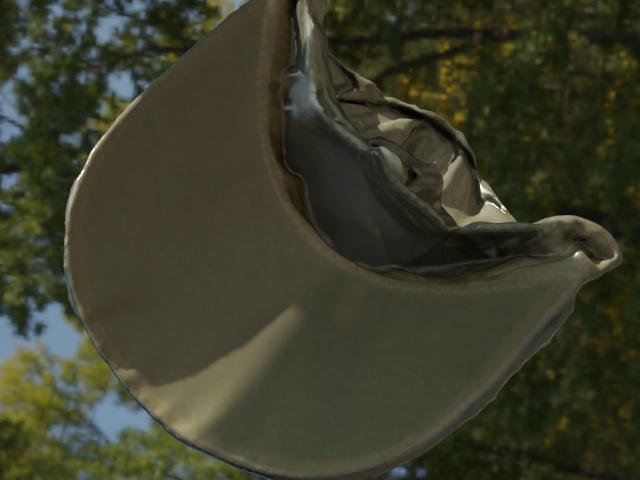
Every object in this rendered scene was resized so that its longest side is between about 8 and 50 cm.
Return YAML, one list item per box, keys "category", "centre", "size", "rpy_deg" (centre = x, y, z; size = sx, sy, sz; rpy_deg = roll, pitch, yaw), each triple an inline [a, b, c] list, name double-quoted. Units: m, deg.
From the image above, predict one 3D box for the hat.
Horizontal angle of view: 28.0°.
- category: "hat"
  centre: [0.000, 0.000, 0.607]
  size: [0.245, 0.214, 0.149]
  rpy_deg: [-42, -8, -18]
